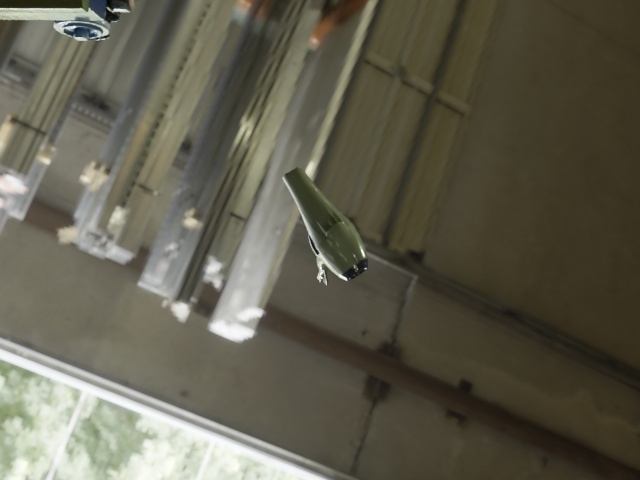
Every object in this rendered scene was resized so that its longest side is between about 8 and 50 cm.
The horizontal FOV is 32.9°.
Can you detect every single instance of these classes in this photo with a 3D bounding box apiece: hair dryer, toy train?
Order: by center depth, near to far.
[{"bbox_3d":[-0.378,-0.314,1.284,0.202,0.300,0.131,25,66,-83],"label":"toy train"},{"bbox_3d":[-0.007,-0.018,1.501,0.067,0.167,0.199,-28,-178,-14],"label":"hair dryer"}]
